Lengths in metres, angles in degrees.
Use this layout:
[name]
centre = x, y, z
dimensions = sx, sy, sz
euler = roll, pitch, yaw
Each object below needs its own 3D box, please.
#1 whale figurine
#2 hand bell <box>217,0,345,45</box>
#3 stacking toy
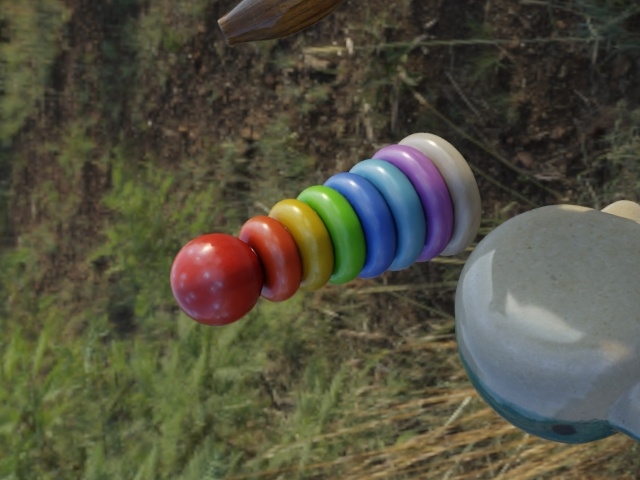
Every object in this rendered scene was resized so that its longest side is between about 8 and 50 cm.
[whale figurine]
centre = 0.237, 0.068, 0.643
dimensions = 0.141, 0.272, 0.216
euler = 80, -170, -46
[hand bell]
centre = 0.044, -0.191, 0.590
dimensions = 0.126, 0.242, 0.126
euler = 157, 90, -89
[stacking toy]
centre = 0.000, 0.000, 0.898
dimensions = 0.141, 0.330, 0.141
euler = 44, 146, 41
